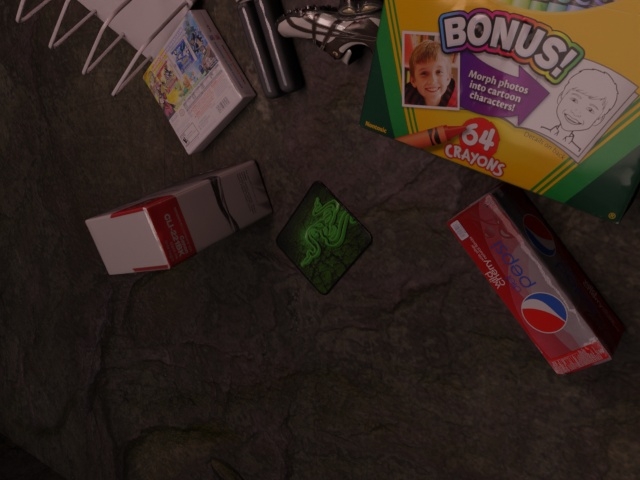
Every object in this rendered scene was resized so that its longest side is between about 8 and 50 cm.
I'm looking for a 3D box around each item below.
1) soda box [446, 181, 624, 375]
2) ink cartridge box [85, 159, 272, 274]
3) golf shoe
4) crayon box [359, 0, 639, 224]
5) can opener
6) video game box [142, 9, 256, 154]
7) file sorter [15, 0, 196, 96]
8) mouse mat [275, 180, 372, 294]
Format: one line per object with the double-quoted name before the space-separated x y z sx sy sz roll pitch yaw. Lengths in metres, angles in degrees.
"soda box" 0.296 0.048 0.776 0.083 0.092 0.263 -39 84 41
"ink cartridge box" -0.254 -0.046 1.051 0.197 0.273 0.114 -7 109 40
"golf shoe" 0.014 -0.309 0.849 0.198 0.077 0.094 8 115 37
"crayon box" 0.246 -0.237 0.676 0.362 0.106 0.313 27 124 27
"can opener" -0.110 -0.371 0.916 0.074 0.093 0.280 -7 110 39
"video game box" -0.236 -0.295 1.073 0.205 0.048 0.187 -31 91 42
"file sorter" -0.403 -0.420 0.981 0.277 0.173 0.192 38 142 -20
"mouse mat" 0.000 0.000 1.048 0.152 0.007 0.190 47 130 12
